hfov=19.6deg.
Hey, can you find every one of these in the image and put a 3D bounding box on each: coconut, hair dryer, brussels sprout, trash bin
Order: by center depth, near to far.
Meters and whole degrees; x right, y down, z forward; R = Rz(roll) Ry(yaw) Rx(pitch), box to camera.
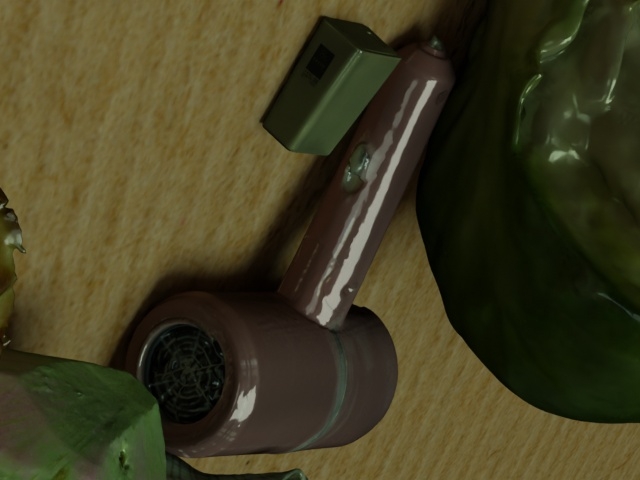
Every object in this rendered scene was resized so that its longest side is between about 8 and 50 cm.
[{"bbox_3d":[-0.201,0.173,1.204,0.236,0.236,0.204,-45,-172,-8],"label":"coconut"},{"bbox_3d":[0.007,-0.107,1.319,0.061,0.043,0.092,1,127,-57],"label":"trash bin"},{"bbox_3d":[0.000,0.000,1.401,0.210,0.125,0.352,5,112,-57],"label":"hair dryer"},{"bbox_3d":[0.224,-0.043,1.444,0.276,0.371,0.315,-7,175,-17],"label":"brussels sprout"}]

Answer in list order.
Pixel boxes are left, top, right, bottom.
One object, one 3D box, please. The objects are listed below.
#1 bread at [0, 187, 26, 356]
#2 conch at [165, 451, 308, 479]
[{"bbox_3d":[-0.238,-0.004,0.885,0.096,0.222,0.181,-23,148,-40],"label":"bread"},{"bbox_3d":[-0.147,0.200,1.404,0.234,0.114,0.137,-37,164,33],"label":"conch"}]
